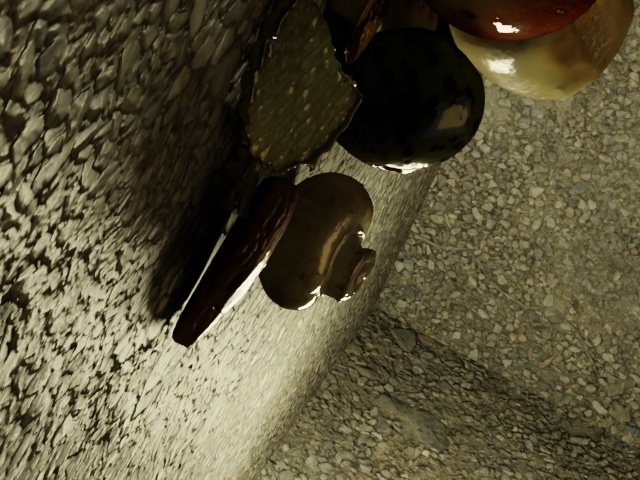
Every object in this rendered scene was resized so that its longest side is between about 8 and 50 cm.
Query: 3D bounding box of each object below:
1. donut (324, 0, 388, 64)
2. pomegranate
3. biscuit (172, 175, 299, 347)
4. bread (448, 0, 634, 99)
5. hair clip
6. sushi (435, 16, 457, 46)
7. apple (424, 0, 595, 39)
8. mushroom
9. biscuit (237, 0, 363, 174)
[{"bbox_3d":[0.050,-0.313,1.617,0.140,0.059,0.140,-60,172,-14],"label":"donut"},{"bbox_3d":[0.147,-0.247,1.797,0.306,0.242,0.242,-59,171,-18],"label":"pomegranate"},{"bbox_3d":[-0.110,0.036,1.552,0.262,0.052,0.277,-60,-172,-4],"label":"biscuit"},{"bbox_3d":[0.378,-0.423,1.996,0.376,0.253,0.348,15,108,-58],"label":"bread"},{"bbox_3d":[-0.076,-0.131,1.492,0.062,0.056,0.214,13,101,-53],"label":"hair clip"},{"bbox_3d":[0.236,-0.411,2.168,0.225,0.136,0.126,-14,124,-72],"label":"sushi"},{"bbox_3d":[0.277,-0.448,1.638,0.348,0.277,0.348,-44,-145,43],"label":"apple"},{"bbox_3d":[0.000,0.000,1.933,0.255,0.184,0.255,-45,155,-28],"label":"mushroom"},{"bbox_3d":[-0.035,-0.175,1.423,0.187,0.036,0.273,-57,153,-15],"label":"biscuit"}]
